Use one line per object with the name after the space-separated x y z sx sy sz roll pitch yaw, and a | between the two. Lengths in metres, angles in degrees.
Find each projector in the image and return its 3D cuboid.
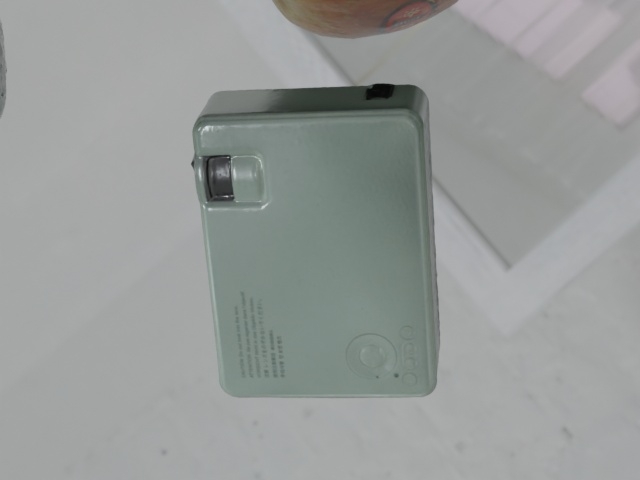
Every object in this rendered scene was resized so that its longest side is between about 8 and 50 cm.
0.000 0.000 1.250 0.099 0.192 0.256 -74 -19 -66 | projector

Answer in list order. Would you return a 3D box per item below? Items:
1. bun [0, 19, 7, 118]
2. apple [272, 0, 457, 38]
-0.436 -0.161 1.205 0.362 0.362 0.211 49 147 33 | bun
0.021 -0.304 1.280 0.277 0.250 0.309 41 157 17 | apple
